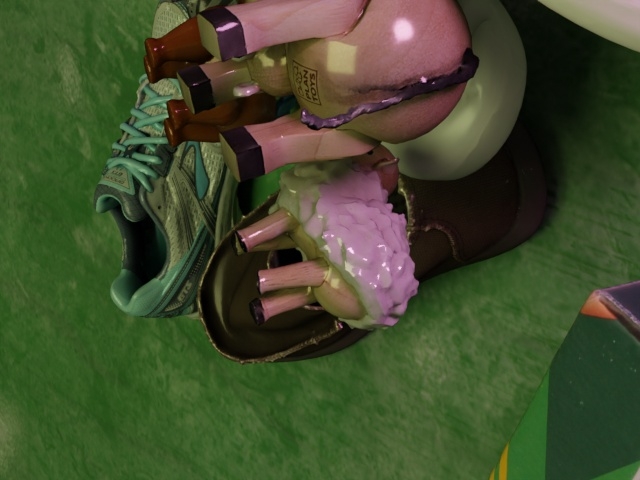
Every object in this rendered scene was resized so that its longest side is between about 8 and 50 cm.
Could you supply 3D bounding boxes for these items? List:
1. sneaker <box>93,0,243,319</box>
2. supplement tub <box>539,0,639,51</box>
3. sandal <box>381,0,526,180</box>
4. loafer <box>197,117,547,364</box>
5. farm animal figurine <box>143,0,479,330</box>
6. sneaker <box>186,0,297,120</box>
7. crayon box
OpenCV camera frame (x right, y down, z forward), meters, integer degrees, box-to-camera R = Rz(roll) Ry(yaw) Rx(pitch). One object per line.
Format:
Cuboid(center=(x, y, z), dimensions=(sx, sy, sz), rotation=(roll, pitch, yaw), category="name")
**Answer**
Cuboid(center=(-0.122, -0.065, 1.237), dimensions=(0.110, 0.122, 0.283), rotation=(14, 109, 48), category="sneaker")
Cuboid(center=(0.212, -0.270, 0.682), dimensions=(0.241, 0.241, 0.331), rotation=(51, 136, 30), category="supplement tub")
Cuboid(center=(0.028, -0.191, 1.034), dimensions=(0.169, 0.102, 0.416), rotation=(-47, 50, 30), category="sandal")
Cuboid(center=(0.000, 0.000, 1.098), dimensions=(0.366, 0.130, 0.133), rotation=(-35, 71, 48), category="loafer")
Cuboid(center=(-0.006, -0.161, 0.833), dimensions=(0.330, 0.172, 0.326), rotation=(87, 163, -46), category="farm animal figurine")
Cuboid(center=(-0.063, -0.167, 1.177), dimensions=(0.078, 0.067, 0.188), rotation=(-9, 86, 32), category="sneaker")
Cuboid(center=(0.180, 0.153, 0.860), dimensions=(0.081, 0.202, 0.318), rotation=(48, 131, 33), category="crayon box")
